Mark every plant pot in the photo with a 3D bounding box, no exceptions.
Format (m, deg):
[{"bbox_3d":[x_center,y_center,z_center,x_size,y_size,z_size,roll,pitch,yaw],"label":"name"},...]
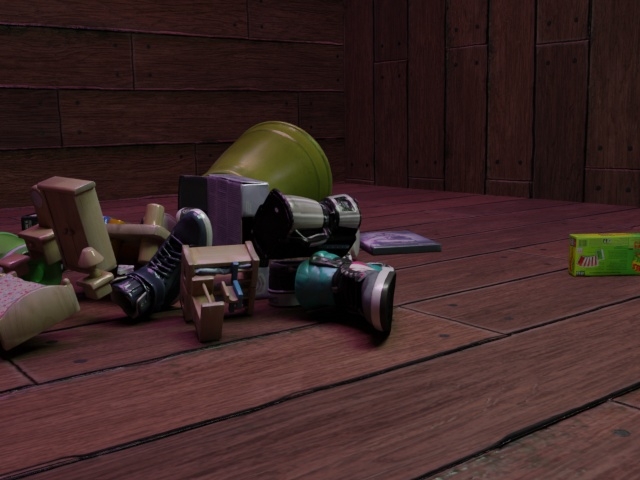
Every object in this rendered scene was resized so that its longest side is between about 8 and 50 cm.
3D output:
[{"bbox_3d":[-0.275,-0.054,1.971,0.188,0.166,0.187,6,-21,15],"label":"plant pot"},{"bbox_3d":[-0.200,-0.147,2.259,0.367,0.366,0.353,3,21,24],"label":"plant pot"}]

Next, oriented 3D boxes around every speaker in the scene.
[{"bbox_3d":[-0.658,0.054,1.606,0.131,0.131,0.297,-8,11,-36],"label":"speaker"}]

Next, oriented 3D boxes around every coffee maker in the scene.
[{"bbox_3d":[-0.035,-0.020,1.424,0.178,0.120,0.171,1,-22,-38],"label":"coffee maker"}]

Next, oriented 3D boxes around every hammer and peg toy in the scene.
[{"bbox_3d":[-0.400,0.030,1.634,0.266,0.127,0.361,2,-17,13],"label":"hammer and peg toy"}]

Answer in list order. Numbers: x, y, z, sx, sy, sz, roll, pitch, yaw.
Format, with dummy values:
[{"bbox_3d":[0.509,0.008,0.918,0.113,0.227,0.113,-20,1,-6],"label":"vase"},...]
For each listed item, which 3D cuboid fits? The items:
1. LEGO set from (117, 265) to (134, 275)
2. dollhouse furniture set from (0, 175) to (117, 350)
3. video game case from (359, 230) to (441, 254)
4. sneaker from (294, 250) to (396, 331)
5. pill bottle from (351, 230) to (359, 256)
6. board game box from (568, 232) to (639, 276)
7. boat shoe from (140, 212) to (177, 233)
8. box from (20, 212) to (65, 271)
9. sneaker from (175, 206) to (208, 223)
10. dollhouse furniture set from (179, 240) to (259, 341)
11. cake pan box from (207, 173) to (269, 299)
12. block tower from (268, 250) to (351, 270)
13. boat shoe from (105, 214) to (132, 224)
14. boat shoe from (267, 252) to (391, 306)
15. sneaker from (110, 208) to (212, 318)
[{"bbox_3d":[-0.447,0.041,1.892,0.183,0.060,0.244,8,11,25],"label":"LEGO set"},{"bbox_3d":[-0.545,0.032,1.259,0.303,0.173,0.356,9,28,37],"label":"dollhouse furniture set"},{"bbox_3d":[0.207,0.004,2.148,0.196,0.026,0.274,-3,10,-12],"label":"video game case"},{"bbox_3d":[0.041,0.085,1.311,0.179,0.123,0.295,5,2,5],"label":"sneaker"},{"bbox_3d":[0.000,0.000,1.926,0.194,0.108,0.108,2,9,14],"label":"pill bottle"},{"bbox_3d":[0.662,0.031,1.696,0.182,0.092,0.043,-1,9,-1],"label":"board game box"},{"bbox_3d":[-0.404,-0.015,2.026,0.069,0.081,0.228,-13,-25,37],"label":"boat shoe"},{"bbox_3d":[-0.676,0.000,1.875,0.078,0.147,0.180,-1,8,0],"label":"box"},{"bbox_3d":[-0.287,-0.036,1.781,0.081,0.080,0.211,13,-5,25],"label":"sneaker"},{"bbox_3d":[-0.168,0.107,1.315,0.129,0.128,0.183,-4,34,-20],"label":"dollhouse furniture set"},{"bbox_3d":[-0.180,-0.015,1.602,0.070,0.245,0.267,-5,9,-23],"label":"cake pan box"},{"bbox_3d":[-0.084,0.039,1.738,0.336,0.097,0.091,4,11,23],"label":"block tower"},{"bbox_3d":[-0.585,-0.007,1.985,0.105,0.110,0.307,-15,4,-30],"label":"boat shoe"},{"bbox_3d":[0.027,0.061,1.540,0.306,0.104,0.113,-6,10,-28],"label":"boat shoe"},{"bbox_3d":[-0.295,0.049,1.374,0.086,0.226,0.163,36,24,18],"label":"sneaker"}]
